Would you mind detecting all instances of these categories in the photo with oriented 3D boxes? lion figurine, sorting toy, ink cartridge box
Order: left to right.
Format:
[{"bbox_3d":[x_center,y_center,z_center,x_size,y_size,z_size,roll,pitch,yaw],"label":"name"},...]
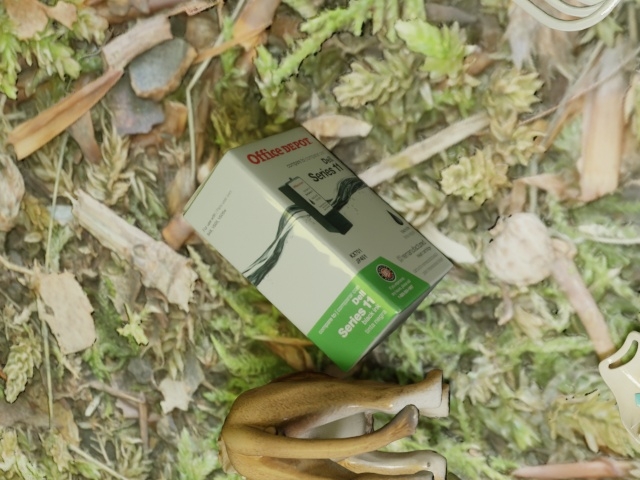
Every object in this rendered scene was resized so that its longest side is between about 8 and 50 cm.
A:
[{"bbox_3d":[-0.009,0.171,0.875,0.240,0.392,0.142,2,72,9],"label":"lion figurine"},{"bbox_3d":[0.000,0.000,0.898,0.208,0.153,0.087,42,118,9],"label":"ink cartridge box"},{"bbox_3d":[0.285,0.120,0.851,0.075,0.045,0.083,46,122,17],"label":"sorting toy"}]

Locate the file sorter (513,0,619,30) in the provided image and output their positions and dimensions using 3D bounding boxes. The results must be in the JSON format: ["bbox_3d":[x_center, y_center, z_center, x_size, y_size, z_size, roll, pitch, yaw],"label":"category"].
[{"bbox_3d":[0.183,-0.268,0.642,0.173,0.278,0.193,41,121,6],"label":"file sorter"}]

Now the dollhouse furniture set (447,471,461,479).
[{"bbox_3d":[0.150,0.446,0.915,0.303,0.198,0.286,34,111,14],"label":"dollhouse furniture set"}]
